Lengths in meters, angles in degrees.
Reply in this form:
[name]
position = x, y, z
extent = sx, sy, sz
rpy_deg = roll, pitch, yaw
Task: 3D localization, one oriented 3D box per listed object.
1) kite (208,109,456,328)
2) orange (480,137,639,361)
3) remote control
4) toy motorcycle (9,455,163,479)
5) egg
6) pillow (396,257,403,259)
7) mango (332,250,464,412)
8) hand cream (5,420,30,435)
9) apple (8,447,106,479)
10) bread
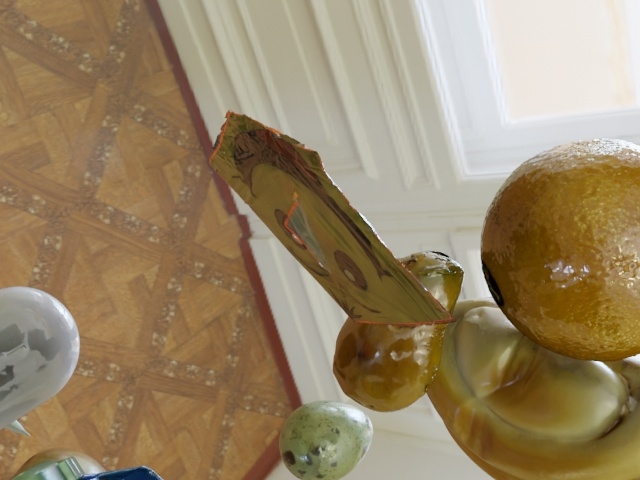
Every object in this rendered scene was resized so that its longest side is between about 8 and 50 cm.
[kite]
position = -0.002, 0.002, 0.702
extent = 0.013, 0.377, 0.327
rpy_deg = -43, 142, -18
[orange]
position = 0.336, 0.012, 0.837
extent = 0.274, 0.274, 0.274
rpy_deg = 1, 89, -52
[remote control]
position = -0.574, 0.216, 1.151
extent = 0.332, 0.103, 0.221
rpy_deg = -31, 108, -36
[toy motorcycle]
position = -0.240, 0.307, 0.648
extent = 0.200, 0.326, 0.191
rpy_deg = -34, 84, -15
[egg]
position = 0.017, 0.440, 1.489
extent = 0.228, 0.177, 0.177
rpy_deg = -13, 100, -34
[pillow]
position = 0.172, 0.162, 1.453
extent = 0.169, 0.059, 0.255
rpy_deg = -4, 99, -10
[mango]
position = 0.110, 0.125, 0.924
extent = 0.248, 0.156, 0.151
rpy_deg = -57, 154, 14
[hand cream]
position = -0.675, 0.269, 1.282
extent = 0.067, 0.109, 0.320
rpy_deg = -59, 141, -37
[apple]
position = -0.461, 0.458, 1.168
extent = 0.174, 0.188, 0.188
rpy_deg = 40, 51, -1
[bread]
position = 0.357, 0.214, 1.022
extent = 0.329, 0.424, 0.245
rpy_deg = -49, 134, -17
